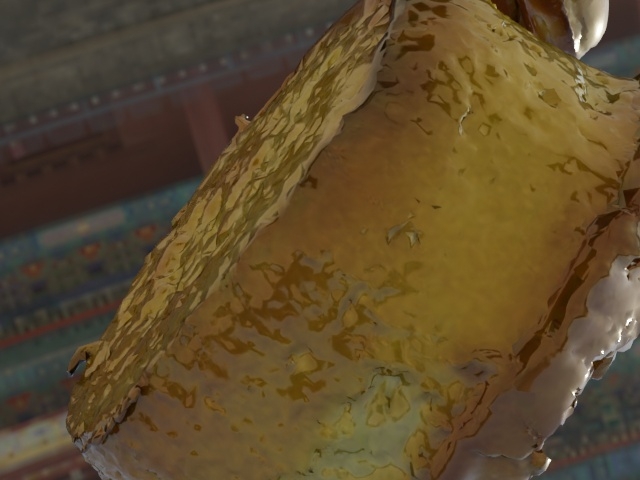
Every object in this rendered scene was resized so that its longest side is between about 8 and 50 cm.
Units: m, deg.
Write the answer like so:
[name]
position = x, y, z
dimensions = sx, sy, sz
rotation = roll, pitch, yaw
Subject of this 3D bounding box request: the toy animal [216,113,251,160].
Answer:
[toy animal]
position = -0.031, -0.032, 1.649
dimensions = 0.114, 0.116, 0.255
rotation = 6, -155, -28

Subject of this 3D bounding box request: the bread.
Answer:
[bread]
position = 0.035, 0.023, 1.043
dimensions = 0.398, 0.215, 0.398
rotation = -51, -168, 15

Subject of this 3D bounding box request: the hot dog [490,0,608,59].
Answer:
[hot dog]
position = 0.116, -0.278, 1.217
dimensions = 0.135, 0.337, 0.100
rotation = 5, -149, 44
